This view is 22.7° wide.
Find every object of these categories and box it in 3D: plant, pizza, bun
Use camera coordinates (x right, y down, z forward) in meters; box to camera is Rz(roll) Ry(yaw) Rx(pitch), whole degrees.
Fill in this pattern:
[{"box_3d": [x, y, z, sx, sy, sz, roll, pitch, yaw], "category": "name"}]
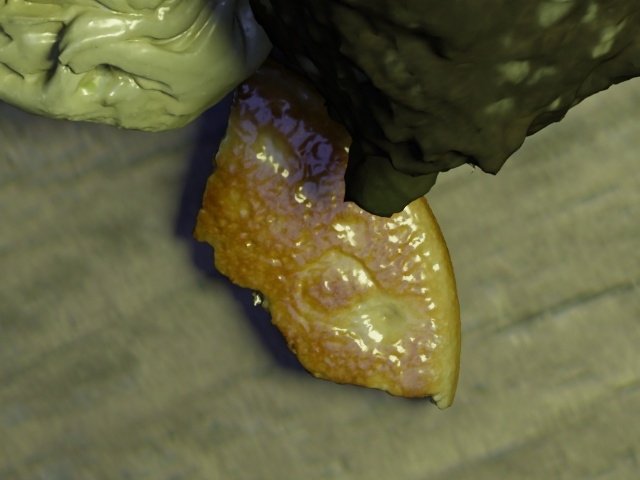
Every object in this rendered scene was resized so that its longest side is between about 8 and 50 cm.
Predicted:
[{"box_3d": [0.076, -0.139, 0.841, 0.215, 0.312, 0.213, -33, 57, -10], "category": "plant"}, {"box_3d": [0.007, 0.000, 1.021, 0.134, 0.056, 0.271, -39, 100, 10], "category": "pizza"}, {"box_3d": [-0.115, -0.166, 0.901, 0.229, 0.145, 0.229, -7, 102, -34], "category": "bun"}]
